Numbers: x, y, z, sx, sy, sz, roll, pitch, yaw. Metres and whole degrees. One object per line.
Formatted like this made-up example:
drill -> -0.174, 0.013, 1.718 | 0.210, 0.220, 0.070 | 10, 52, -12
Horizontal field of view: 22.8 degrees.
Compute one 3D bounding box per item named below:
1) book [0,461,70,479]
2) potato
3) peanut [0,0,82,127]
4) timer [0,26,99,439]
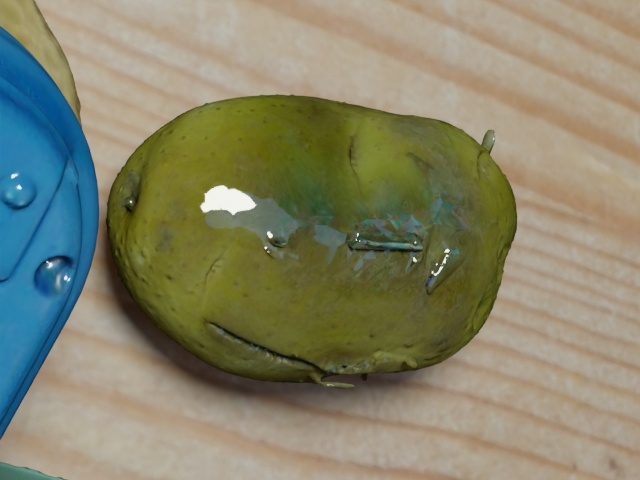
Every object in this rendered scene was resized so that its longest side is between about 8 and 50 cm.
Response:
book -> -0.233, 0.229, 0.806 | 0.379, 0.031, 0.264 | 20, 77, -28
potato -> 0.000, 0.000, 0.900 | 0.248, 0.143, 0.169 | 8, 71, -29
peanut -> -0.197, -0.106, 0.809 | 0.122, 0.137, 0.253 | -17, 93, 5
timer -> -0.276, 0.013, 0.657 | 0.340, 0.115, 0.309 | 26, 101, -29
